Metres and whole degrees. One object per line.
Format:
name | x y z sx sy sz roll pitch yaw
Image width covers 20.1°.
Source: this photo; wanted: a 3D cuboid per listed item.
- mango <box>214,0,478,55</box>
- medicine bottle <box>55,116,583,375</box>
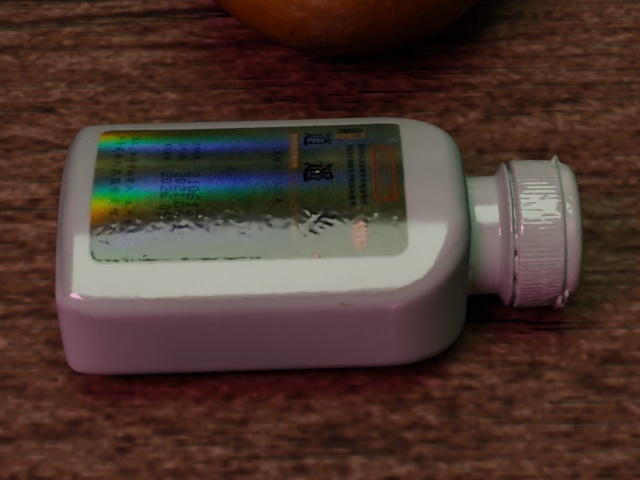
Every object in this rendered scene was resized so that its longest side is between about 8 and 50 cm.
mango | 0.025 -0.211 0.975 0.193 0.146 0.316 23 40 6
medicine bottle | 0.000 0.000 0.810 0.229 0.083 0.121 -1 43 -1
